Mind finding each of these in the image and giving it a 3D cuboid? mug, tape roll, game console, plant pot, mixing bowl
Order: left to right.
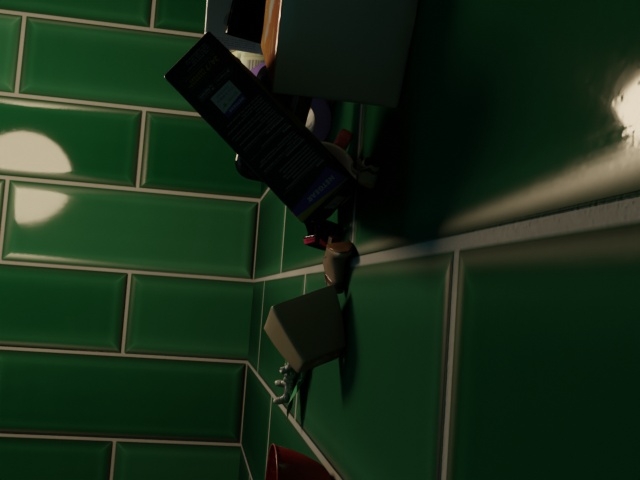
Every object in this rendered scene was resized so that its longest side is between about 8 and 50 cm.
[{"bbox_3d":[-0.071,-0.276,1.309,0.044,0.213,0.361,-134,58,-73],"label":"game console"},{"bbox_3d":[-0.074,-0.259,1.539,0.189,0.189,0.080,104,168,-45],"label":"tape roll"},{"bbox_3d":[-0.033,0.414,1.214,0.181,0.098,0.181,-174,90,-81],"label":"mixing bowl"},{"bbox_3d":[-0.017,0.147,1.228,0.096,0.109,0.109,64,160,20],"label":"plant pot"},{"bbox_3d":[0.009,-0.097,1.301,0.113,0.150,0.169,57,170,6],"label":"mug"}]

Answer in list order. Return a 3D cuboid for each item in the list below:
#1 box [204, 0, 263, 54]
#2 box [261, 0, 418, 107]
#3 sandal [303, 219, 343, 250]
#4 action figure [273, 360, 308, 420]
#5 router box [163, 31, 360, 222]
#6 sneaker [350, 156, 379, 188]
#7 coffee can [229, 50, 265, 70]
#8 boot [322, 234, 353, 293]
[{"bbox_3d":[-0.072,-0.460,1.407,0.231,0.262,0.126,104,168,-50],"label":"box"},{"bbox_3d":[0.015,-0.338,1.087,0.345,0.168,0.215,-107,23,-66],"label":"box"},{"bbox_3d":[0.000,0.000,1.327,0.179,0.067,0.040,99,-171,-74],"label":"sandal"},{"bbox_3d":[-0.052,0.239,1.565,0.137,0.064,0.232,-91,14,-50],"label":"action figure"},{"bbox_3d":[-0.062,-0.139,1.052,0.081,0.243,0.309,-44,-2,6],"label":"router box"},{"bbox_3d":[0.067,-0.103,1.095,0.083,0.032,0.037,-115,44,-63],"label":"sneaker"},{"bbox_3d":[-0.145,-0.512,2.078,0.201,0.202,0.275,-171,86,-81],"label":"coffee can"},{"bbox_3d":[0.028,0.043,1.234,0.118,0.042,0.086,-117,26,-75],"label":"boot"}]
